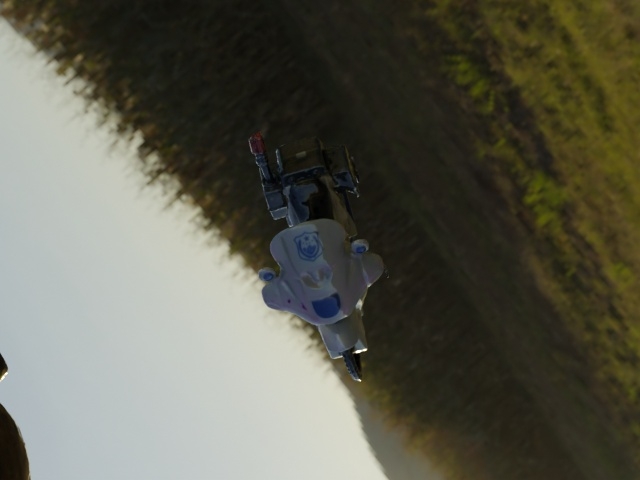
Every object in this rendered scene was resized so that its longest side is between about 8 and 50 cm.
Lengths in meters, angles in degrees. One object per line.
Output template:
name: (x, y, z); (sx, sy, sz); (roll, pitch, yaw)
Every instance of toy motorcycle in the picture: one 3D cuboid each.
toy motorcycle: (0.000, 0.000, 1.002); (0.150, 0.102, 0.221); (64, -169, -50)

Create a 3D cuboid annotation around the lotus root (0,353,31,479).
lotus root: (-0.347, 0.238, 1.108); (0.141, 0.314, 0.169); (6, 178, -37)
